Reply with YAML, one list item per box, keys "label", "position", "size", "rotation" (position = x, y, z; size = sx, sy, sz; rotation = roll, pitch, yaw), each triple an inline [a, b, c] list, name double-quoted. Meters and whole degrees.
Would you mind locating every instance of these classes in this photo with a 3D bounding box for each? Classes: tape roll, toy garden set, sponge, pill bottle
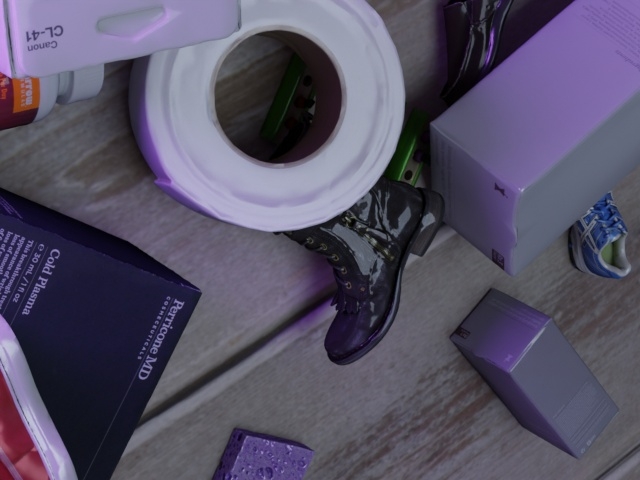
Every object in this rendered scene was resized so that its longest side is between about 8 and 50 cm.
- label: "tape roll"
  position: [-0.058, -0.150, 1.566]
  size: [0.286, 0.100, 0.286]
  rotation: [-2, 95, -18]
- label: "toy garden set"
  position: [0.032, -0.087, 1.757]
  size: [0.244, 0.049, 0.204]
  rotation: [20, 95, -40]
- label: "sponge"
  position: [-0.098, 0.343, 1.846]
  size: [0.117, 0.031, 0.210]
  rotation: [21, 95, -40]
- label: "pill bottle"
  position: [-0.328, -0.162, 1.411]
  size: [0.221, 0.121, 0.121]
  rotation: [-18, 118, -30]

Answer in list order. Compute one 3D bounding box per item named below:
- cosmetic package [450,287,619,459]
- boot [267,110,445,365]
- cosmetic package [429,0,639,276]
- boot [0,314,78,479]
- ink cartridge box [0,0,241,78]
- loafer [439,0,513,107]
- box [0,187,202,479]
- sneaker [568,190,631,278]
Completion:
- label: "cosmetic package"
  position: [0.295, 0.184, 2.015]
  size: [0.107, 0.127, 0.238]
  rotation: [-47, 131, -12]
- label: "boot"
  position: [0.000, 0.000, 1.714]
  size: [0.229, 0.091, 0.263]
  rotation: [22, 100, -27]
- label: "cosmetic package"
  position: [0.319, -0.160, 1.830]
  size: [0.385, 0.156, 0.217]
  rotation: [-38, 154, -18]
- label: "boot"
  position: [-0.329, 0.204, 1.351]
  size: [0.176, 0.088, 0.244]
  rotation: [-31, 115, -22]
- label: "ink cartridge box"
  position: [-0.241, -0.258, 1.315]
  size: [0.226, 0.306, 0.131]
  rotation: [-18, 118, -31]
- label: "loafer"
  position: [0.182, -0.265, 1.793]
  size: [0.078, 0.080, 0.220]
  rotation: [17, 100, -7]
- label: "box"
  position: [-0.348, 0.126, 1.474]
  size: [0.312, 0.179, 0.343]
  rotation: [26, 92, -39]
- label: "sneaker"
  position: [0.382, -0.039, 2.019]
  size: [0.080, 0.081, 0.211]
  rotation: [-33, 123, -20]
